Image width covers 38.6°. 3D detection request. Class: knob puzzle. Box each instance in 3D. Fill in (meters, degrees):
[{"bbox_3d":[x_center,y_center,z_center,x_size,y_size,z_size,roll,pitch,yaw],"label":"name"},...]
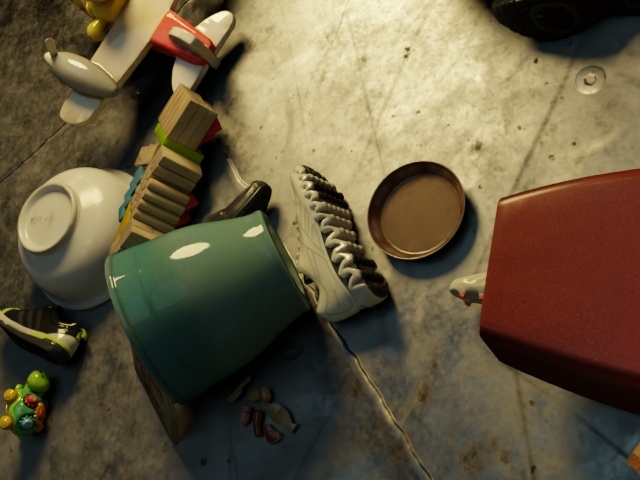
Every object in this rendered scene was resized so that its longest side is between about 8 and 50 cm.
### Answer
[{"bbox_3d":[-0.275,0.221,1.536,0.030,0.213,0.213,-21,54,-21],"label":"knob puzzle"}]

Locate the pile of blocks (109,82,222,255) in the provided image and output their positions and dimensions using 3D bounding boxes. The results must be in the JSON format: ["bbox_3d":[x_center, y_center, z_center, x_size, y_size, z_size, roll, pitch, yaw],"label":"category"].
[{"bbox_3d":[-0.279,-0.107,1.701,0.149,0.113,0.362,9,74,60],"label":"pile of blocks"}]

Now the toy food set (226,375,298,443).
[{"bbox_3d":[-0.095,0.283,1.489,0.078,0.019,0.122,-47,63,7],"label":"toy food set"}]

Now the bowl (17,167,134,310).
[{"bbox_3d":[-0.482,-0.024,1.761,0.298,0.134,0.297,-11,66,26],"label":"bowl"}]

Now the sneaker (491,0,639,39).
[{"bbox_3d":[0.409,-0.402,1.420,0.286,0.109,0.130,-10,60,17],"label":"sneaker"}]

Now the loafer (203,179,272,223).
[{"bbox_3d":[-0.174,-0.023,1.615,0.078,0.076,0.223,44,100,27],"label":"loafer"}]

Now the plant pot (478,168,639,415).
[{"bbox_3d":[0.338,0.067,1.148,0.236,0.267,0.267,5,74,22],"label":"plant pot"}]

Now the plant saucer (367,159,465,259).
[{"bbox_3d":[0.156,-0.046,1.462,0.168,0.029,0.168,-10,67,26],"label":"plant saucer"}]

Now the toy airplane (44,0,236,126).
[{"bbox_3d":[-0.362,-0.442,1.766,0.384,0.272,0.386,-17,63,23],"label":"toy airplane"}]

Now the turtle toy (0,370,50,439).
[{"bbox_3d":[-0.542,0.306,1.701,0.066,0.095,0.130,3,72,8],"label":"turtle toy"}]

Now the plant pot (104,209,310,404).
[{"bbox_3d":[-0.165,0.086,1.469,0.255,0.271,0.271,-27,59,3],"label":"plant pot"}]

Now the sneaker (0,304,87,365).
[{"bbox_3d":[-0.535,0.167,1.767,0.235,0.084,0.097,20,59,33],"label":"sneaker"}]

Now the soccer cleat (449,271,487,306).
[{"bbox_3d":[0.286,0.061,1.328,0.196,0.068,0.076,0,67,23],"label":"soccer cleat"}]

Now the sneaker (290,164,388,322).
[{"bbox_3d":[0.000,0.000,1.495,0.118,0.110,0.292,-38,56,23],"label":"sneaker"}]

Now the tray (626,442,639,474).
[{"bbox_3d":[0.544,0.275,0.938,0.411,0.076,0.203,36,92,-6],"label":"tray"}]
